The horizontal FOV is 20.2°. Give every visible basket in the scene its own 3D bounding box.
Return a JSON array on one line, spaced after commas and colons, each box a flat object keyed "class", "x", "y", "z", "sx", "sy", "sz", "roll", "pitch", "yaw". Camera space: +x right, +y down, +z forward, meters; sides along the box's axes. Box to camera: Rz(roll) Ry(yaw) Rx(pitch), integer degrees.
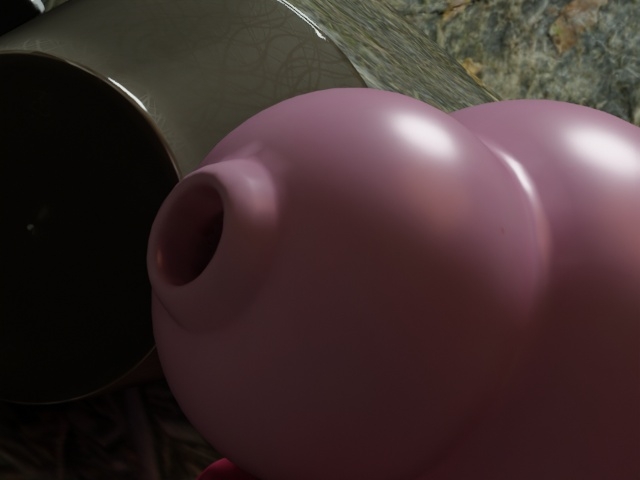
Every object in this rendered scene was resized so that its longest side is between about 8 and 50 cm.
[{"class": "basket", "x": -0.074, "y": -0.020, "z": 0.735, "sx": 0.204, "sy": 0.154, "sz": 0.227, "roll": 49, "pitch": 18, "yaw": 2}]

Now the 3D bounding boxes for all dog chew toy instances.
[{"class": "dog chew toy", "x": 0.080, "y": 0.045, "z": 0.635, "sx": 0.332, "sy": 0.206, "sz": 0.206, "roll": 21, "pitch": 22, "yaw": -38}]

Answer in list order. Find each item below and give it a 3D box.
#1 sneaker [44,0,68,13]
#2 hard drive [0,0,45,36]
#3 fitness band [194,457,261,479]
[{"class": "sneaker", "x": -0.134, "y": -0.149, "z": 1.116, "sx": 0.292, "sy": 0.110, "sz": 0.118, "roll": 27, "pitch": 26, "yaw": -41}, {"class": "hard drive", "x": -0.242, "y": -0.261, "z": 0.840, "sx": 0.339, "sy": 0.064, "sz": 0.237, "roll": 53, "pitch": 10, "yaw": -23}, {"class": "fitness band", "x": 0.052, "y": 0.187, "z": 0.592, "sx": 0.291, "sy": 0.054, "sz": 0.209, "roll": 47, "pitch": 13, "yaw": 29}]
